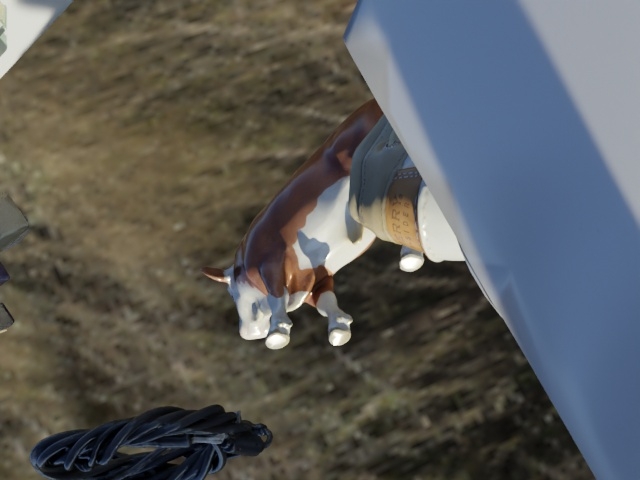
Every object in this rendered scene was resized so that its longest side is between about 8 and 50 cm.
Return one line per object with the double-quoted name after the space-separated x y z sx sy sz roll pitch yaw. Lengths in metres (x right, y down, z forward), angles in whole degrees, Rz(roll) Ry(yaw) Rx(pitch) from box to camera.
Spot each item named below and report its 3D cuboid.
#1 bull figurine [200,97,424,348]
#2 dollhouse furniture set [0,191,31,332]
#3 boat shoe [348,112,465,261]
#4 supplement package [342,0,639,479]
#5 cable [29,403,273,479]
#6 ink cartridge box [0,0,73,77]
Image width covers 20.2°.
0.000 0.000 1.721 0.310 0.101 0.188 -53 34 24 "bull figurine"
-0.226 0.004 1.367 0.091 0.081 0.114 56 140 -1 "dollhouse furniture set"
0.103 -0.117 0.966 0.103 0.302 0.113 8 139 23 "boat shoe"
0.144 -0.073 0.421 0.178 0.175 0.293 61 160 13 "supplement package"
-0.137 0.158 1.318 0.184 0.150 0.047 -16 75 32 "cable"
-0.338 -0.161 1.247 0.211 0.289 0.121 34 164 20 "ink cartridge box"
